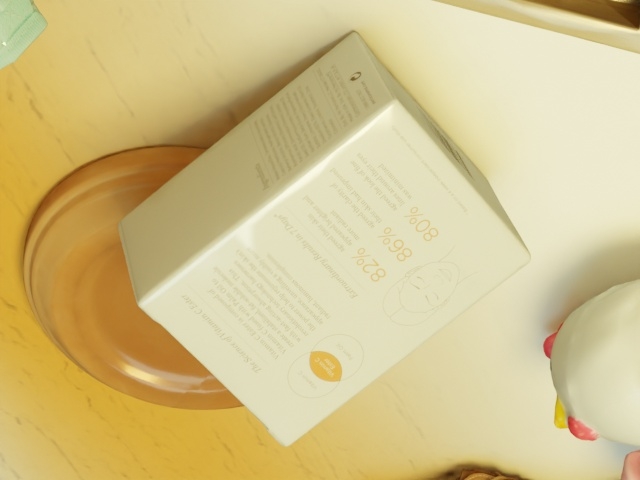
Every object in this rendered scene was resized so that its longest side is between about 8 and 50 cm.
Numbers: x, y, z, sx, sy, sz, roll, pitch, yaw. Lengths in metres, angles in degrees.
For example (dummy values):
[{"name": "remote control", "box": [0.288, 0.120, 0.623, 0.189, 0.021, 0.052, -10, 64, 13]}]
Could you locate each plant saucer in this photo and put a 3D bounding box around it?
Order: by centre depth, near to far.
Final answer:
[{"name": "plant saucer", "box": [-0.078, 0.033, 1.153, 0.200, 0.037, 0.200, 3, 131, 3]}]

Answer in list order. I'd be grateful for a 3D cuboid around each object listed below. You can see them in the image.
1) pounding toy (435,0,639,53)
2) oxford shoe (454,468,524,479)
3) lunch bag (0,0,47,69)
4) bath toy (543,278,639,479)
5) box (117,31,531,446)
[{"name": "pounding toy", "box": [0.095, -0.213, 0.889, 0.181, 0.094, 0.206, 14, 122, 0]}, {"name": "oxford shoe", "box": [0.122, 0.178, 1.244, 0.212, 0.076, 0.076, -10, 90, 2]}, {"name": "lunch bag", "box": [-0.285, -0.151, 0.933, 0.262, 0.160, 0.223, -12, 128, 23]}, {"name": "bath toy", "box": [0.247, 0.148, 1.170, 0.348, 0.151, 0.129, 44, 157, -28]}, {"name": "box", "box": [0.000, 0.000, 1.047, 0.170, 0.091, 0.130, -37, 121, 9]}]
